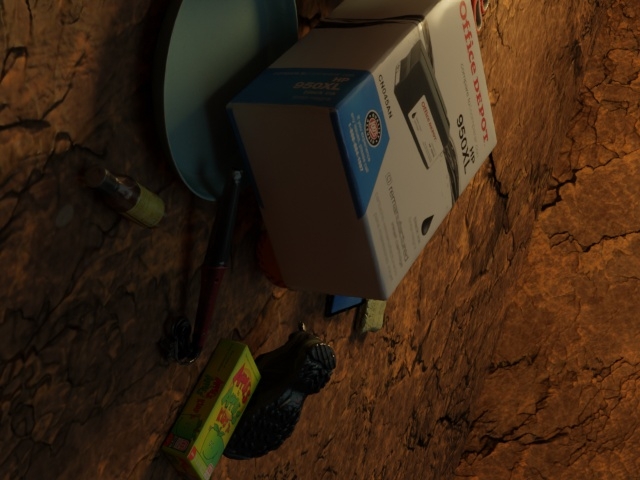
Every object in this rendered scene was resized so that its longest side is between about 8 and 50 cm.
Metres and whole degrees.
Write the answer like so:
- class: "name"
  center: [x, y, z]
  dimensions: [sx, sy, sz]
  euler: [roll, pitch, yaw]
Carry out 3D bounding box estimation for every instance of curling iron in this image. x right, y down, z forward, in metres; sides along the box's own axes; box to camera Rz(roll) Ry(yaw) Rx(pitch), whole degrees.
- class: "curling iron"
  center: [-0.139, 0.040, 1.200]
  dimensions: [0.068, 0.035, 0.274]
  euler: [-13, 126, -64]

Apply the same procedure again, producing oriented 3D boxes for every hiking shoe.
- class: "hiking shoe"
  center: [-0.074, 0.231, 1.452]
  dimensions: [0.227, 0.114, 0.086]
  euler: [-47, 122, -2]

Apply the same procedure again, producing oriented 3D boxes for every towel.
- class: "towel"
  center: [0.108, 0.112, 1.905]
  dimensions: [0.110, 0.027, 0.148]
  euler: [9, 95, -67]

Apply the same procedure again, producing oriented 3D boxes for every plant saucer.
- class: "plant saucer"
  center: [-0.116, -0.207, 1.167]
  dimensions: [0.317, 0.044, 0.317]
  euler: [-46, 143, -50]

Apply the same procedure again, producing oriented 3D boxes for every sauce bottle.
- class: "sauce bottle"
  center: [-0.209, -0.048, 1.036]
  dimensions: [0.128, 0.042, 0.042]
  euler: [47, 60, -66]

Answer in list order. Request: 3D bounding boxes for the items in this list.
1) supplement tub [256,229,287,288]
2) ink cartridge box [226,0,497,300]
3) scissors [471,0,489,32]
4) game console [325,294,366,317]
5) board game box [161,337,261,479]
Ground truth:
- class: "supplement tub"
  center: [0.000, 0.000, 1.438]
  dimensions: [0.190, 0.117, 0.117]
  euler: [-23, 124, -47]
- class: "ink cartridge box"
  center: [0.078, -0.153, 1.302]
  dimensions: [0.395, 0.166, 0.285]
  euler: [-51, 135, -41]
- class: "scissors"
  center: [0.333, -0.572, 2.049]
  dimensions: [0.109, 0.021, 0.297]
  euler: [-63, 156, -24]
- class: "game console"
  center: [0.075, 0.085, 1.725]
  dimensions: [0.122, 0.107, 0.071]
  euler: [-16, 90, -49]
- class: "board game box"
  center: [-0.149, 0.239, 1.344]
  dimensions: [0.181, 0.043, 0.092]
  euler: [-62, 154, -30]
